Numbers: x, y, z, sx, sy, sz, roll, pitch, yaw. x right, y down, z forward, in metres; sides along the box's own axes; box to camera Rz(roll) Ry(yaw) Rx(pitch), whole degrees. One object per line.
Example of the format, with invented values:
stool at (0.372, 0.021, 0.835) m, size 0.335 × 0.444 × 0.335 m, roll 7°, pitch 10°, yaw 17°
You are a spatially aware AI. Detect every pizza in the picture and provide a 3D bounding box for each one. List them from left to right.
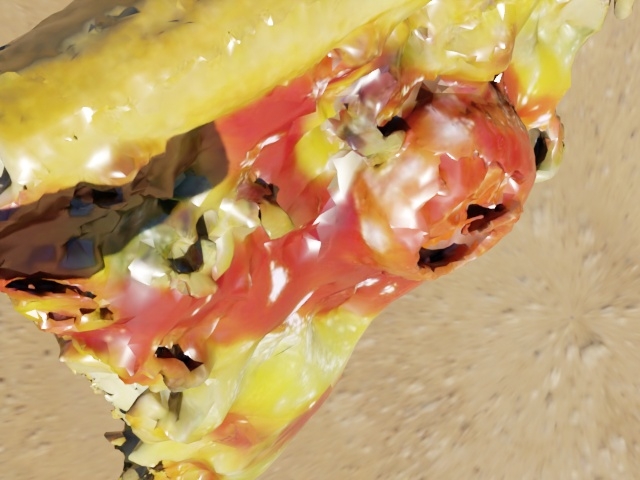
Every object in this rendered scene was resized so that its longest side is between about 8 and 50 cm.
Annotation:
pizza at (0.000, 0.000, 0.873) m, size 0.440 × 0.406 × 0.130 m, roll -27°, pitch 59°, yaw -37°
